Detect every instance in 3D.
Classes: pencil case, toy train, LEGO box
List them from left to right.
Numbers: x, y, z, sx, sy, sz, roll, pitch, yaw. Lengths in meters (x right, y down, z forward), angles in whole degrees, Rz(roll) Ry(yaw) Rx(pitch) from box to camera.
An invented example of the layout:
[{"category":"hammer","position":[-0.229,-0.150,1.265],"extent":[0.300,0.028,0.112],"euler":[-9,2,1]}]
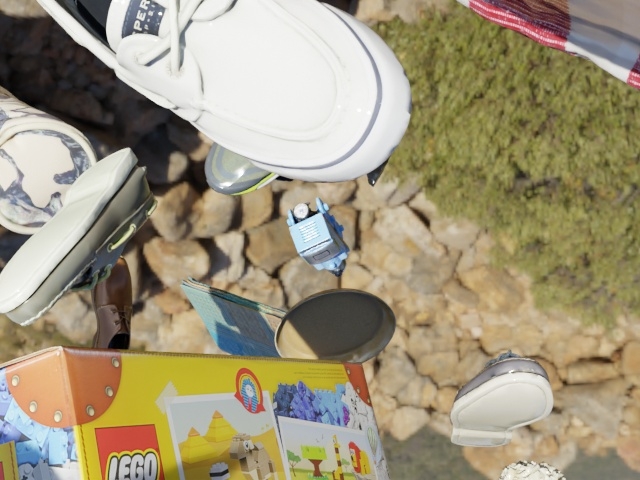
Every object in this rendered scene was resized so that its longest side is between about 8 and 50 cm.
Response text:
[{"category":"pencil case","position":[-0.471,-0.138,1.245],"extent":[0.410,0.160,0.183],"euler":[29,173,47]},{"category":"LEGO box","position":[-0.102,0.308,0.789],"extent":[0.193,0.372,0.500],"euler":[-21,163,24]},{"category":"toy train","position":[0.000,0.000,1.489],"extent":[0.080,0.105,0.184],"euler":[-23,153,8]}]

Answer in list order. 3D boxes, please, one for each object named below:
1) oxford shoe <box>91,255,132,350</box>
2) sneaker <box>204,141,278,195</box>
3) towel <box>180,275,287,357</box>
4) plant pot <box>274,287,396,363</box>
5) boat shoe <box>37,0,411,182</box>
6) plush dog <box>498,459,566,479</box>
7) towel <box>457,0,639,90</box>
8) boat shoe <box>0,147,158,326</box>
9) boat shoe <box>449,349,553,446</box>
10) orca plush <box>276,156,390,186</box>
[{"category":"oxford shoe","position":[-0.353,0.129,1.471],"extent":[0.076,0.212,0.076],"euler":[-1,-174,-37]},{"category":"sneaker","position":[-0.056,-0.183,1.137],"extent":[0.300,0.111,0.121],"euler":[-48,168,10]},{"category":"towel","position":[-0.167,0.227,2.081],"extent":[0.370,0.040,0.271],"euler":[14,141,40]},{"category":"plant pot","position":[0.027,0.169,1.630],"extent":[0.236,0.032,0.236],"euler":[-6,134,-6]},{"category":"boat shoe","position":[-0.072,-0.115,0.454],"extent":[0.088,0.267,0.096],"euler":[7,117,-55]},{"category":"plush dog","position":[0.212,0.429,1.034],"extent":[0.225,0.210,0.262],"euler":[-7,108,4]},{"category":"towel","position":[0.186,-0.120,0.490],"extent":[0.329,0.037,0.237],"euler":[33,-170,17]},{"category":"boat shoe","position":[-0.277,0.002,1.002],"extent":[0.109,0.305,0.091],"euler":[-18,119,26]},{"category":"boat shoe","position":[0.144,0.125,0.713],"extent":[0.075,0.065,0.206],"euler":[4,155,2]},{"category":"orca plush","position":[-0.041,-0.152,1.306],"extent":[0.287,0.151,0.102],"euler":[29,-164,17]}]
